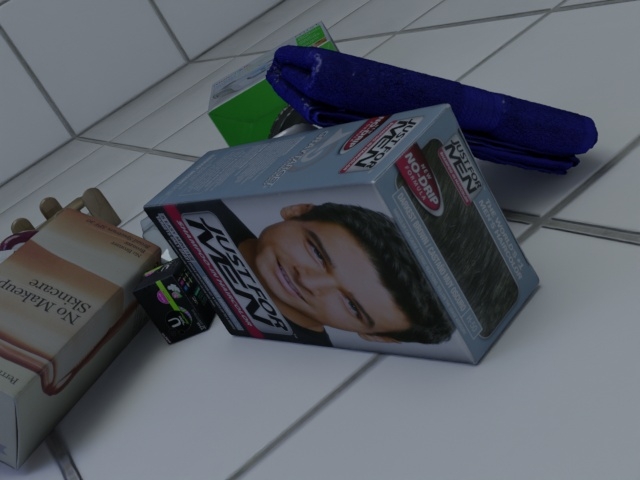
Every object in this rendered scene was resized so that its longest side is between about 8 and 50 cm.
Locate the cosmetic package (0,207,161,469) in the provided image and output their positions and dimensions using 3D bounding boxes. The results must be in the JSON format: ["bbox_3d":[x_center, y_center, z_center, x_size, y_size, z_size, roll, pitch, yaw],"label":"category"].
[{"bbox_3d":[-0.331,0.104,1.044,0.153,0.129,0.296,22,39,9],"label":"cosmetic package"}]

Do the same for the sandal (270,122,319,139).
[{"bbox_3d":[0.005,-0.056,1.022,0.102,0.076,0.265,-31,-20,14],"label":"sandal"}]

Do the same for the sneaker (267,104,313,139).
[{"bbox_3d":[-0.045,-0.116,1.312,0.286,0.109,0.130,-44,33,-14],"label":"sneaker"}]

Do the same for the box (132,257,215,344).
[{"bbox_3d":[-0.175,0.072,1.059,0.062,0.083,0.052,-23,22,21],"label":"box"}]

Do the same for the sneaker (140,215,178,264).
[{"bbox_3d":[-0.197,0.002,1.237,0.091,0.094,0.258,-24,24,-9],"label":"sneaker"}]

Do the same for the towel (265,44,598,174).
[{"bbox_3d":[0.105,-0.136,0.928,0.308,0.076,0.227,11,9,-16],"label":"towel"}]

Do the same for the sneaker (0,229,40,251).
[{"bbox_3d":[-0.418,0.027,1.395,0.185,0.070,0.084,6,10,-20],"label":"sneaker"}]

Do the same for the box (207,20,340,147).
[{"bbox_3d":[-0.070,-0.286,1.668,0.262,0.127,0.231,-29,23,9],"label":"box"}]

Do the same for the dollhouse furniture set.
[{"bbox_3d":[-0.560,-0.031,1.701,0.212,0.161,0.242,-4,34,50],"label":"dollhouse furniture set"}]

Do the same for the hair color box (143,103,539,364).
[{"bbox_3d":[0.000,0.000,0.841,0.374,0.185,0.113,-3,36,52],"label":"hair color box"}]

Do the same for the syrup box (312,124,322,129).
[{"bbox_3d":[-0.015,-0.084,1.180,0.237,0.093,0.096,-38,22,-18],"label":"syrup box"}]

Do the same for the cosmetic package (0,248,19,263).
[{"bbox_3d":[-0.425,0.061,1.294,0.239,0.060,0.099,-9,50,-4],"label":"cosmetic package"}]
